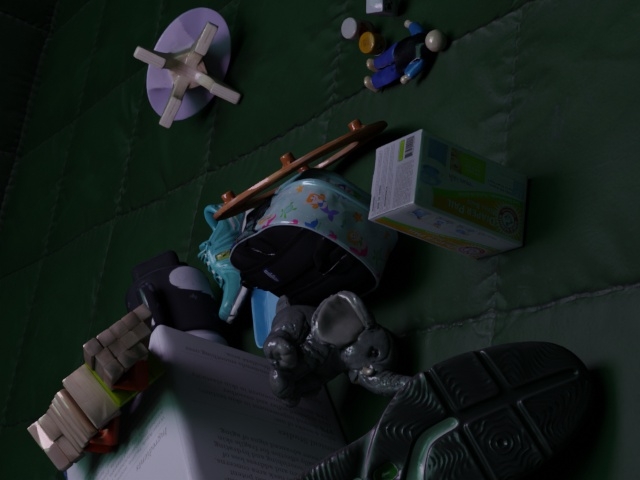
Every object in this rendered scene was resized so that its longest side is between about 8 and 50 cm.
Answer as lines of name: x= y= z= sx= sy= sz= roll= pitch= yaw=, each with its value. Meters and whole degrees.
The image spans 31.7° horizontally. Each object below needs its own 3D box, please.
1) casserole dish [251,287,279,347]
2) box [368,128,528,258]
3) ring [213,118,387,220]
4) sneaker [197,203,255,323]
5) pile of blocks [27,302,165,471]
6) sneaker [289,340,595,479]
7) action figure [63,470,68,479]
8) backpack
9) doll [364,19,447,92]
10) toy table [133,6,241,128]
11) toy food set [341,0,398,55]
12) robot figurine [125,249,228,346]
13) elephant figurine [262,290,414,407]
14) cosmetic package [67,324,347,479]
casserole dish: x=-0.080 y=0.117 z=2.064 sx=0.114 sy=0.037 sz=0.188 roll=-46 pitch=36 yaw=34
box: x=0.182 y=-0.060 z=1.582 sx=0.103 sy=0.203 sz=0.114 roll=-20 pitch=57 yaw=53
ring: x=-0.038 y=-0.125 z=1.914 sx=0.336 sy=0.336 sz=0.032 roll=-32 pitch=88 yaw=46
sneaker: x=-0.187 y=0.043 z=2.197 sx=0.107 sy=0.110 sz=0.275 roll=118 pitch=156 yaw=-47
pile of blocks: x=-0.310 y=0.237 z=1.668 sx=0.112 sy=0.149 sz=0.362 roll=50 pitch=134 yaw=10
sneaker: x=0.146 y=0.287 z=1.462 sx=0.447 sy=0.257 sz=0.169 roll=-31 pitch=70 yaw=2
action figure: x=-0.330 y=0.519 z=2.160 sx=0.341 sy=0.178 sz=0.330 roll=55 pitch=130 yaw=21
backpack: x=0.000 y=0.000 z=1.810 sx=0.191 sy=0.225 sz=0.253 roll=-63 pitch=15 yaw=-24
doll: x=0.149 y=-0.324 z=1.959 sx=0.189 sy=0.046 sz=0.129 roll=-19 pitch=57 yaw=53
toy table: x=-0.301 y=-0.391 z=2.561 sx=0.161 sy=0.252 sz=0.274 roll=-113 pitch=37 yaw=-71
toy food set: x=0.109 y=-0.455 z=2.091 sx=0.111 sy=0.104 sz=0.232 roll=1 pitch=91 yaw=45
robot figurine: x=-0.280 y=0.161 z=2.167 sx=0.173 sy=0.209 sz=0.278 roll=-49 pitch=51 yaw=39
elephant figurine: x=0.045 y=0.164 z=1.722 sx=0.239 sy=0.169 sz=0.186 roll=-13 pitch=94 yaw=15
cosmetic package: x=-0.160 y=0.405 z=1.721 sx=0.327 sy=0.329 sz=0.394 roll=-54 pitch=32 yaw=22
